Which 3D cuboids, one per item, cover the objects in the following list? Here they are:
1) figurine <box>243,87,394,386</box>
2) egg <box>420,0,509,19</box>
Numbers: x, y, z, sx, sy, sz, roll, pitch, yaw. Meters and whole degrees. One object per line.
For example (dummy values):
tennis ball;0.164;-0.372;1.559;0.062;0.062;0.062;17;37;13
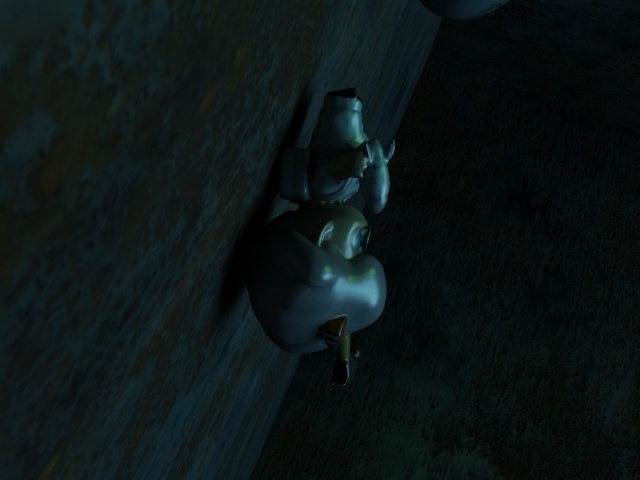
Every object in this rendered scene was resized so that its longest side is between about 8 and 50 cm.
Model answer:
figurine;0.000;0.000;0.480;0.137;0.112;0.228;-130;-132;-86
egg;0.158;-0.309;0.610;0.198;0.147;0.146;-60;173;-17
